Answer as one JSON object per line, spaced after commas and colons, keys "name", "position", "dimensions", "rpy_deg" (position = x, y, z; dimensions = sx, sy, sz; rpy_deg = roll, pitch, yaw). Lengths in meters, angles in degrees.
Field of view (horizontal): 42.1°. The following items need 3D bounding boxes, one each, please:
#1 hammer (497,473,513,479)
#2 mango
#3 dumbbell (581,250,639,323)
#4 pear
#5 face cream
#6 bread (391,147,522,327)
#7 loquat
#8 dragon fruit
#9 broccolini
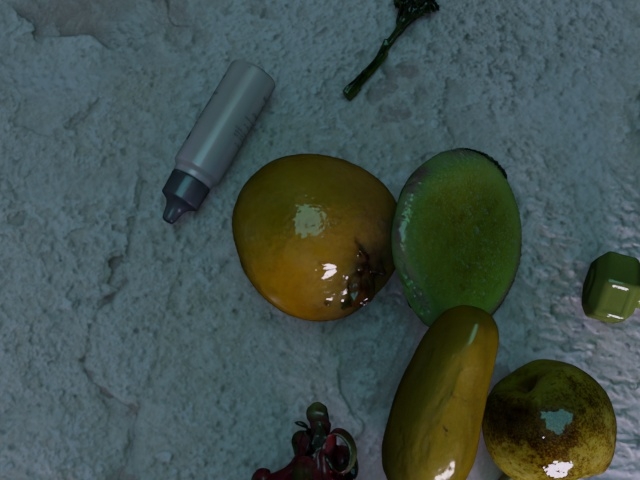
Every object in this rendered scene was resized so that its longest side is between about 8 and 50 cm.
{"name": "hammer", "position": [0.349, 0.448, 1.300], "dimensions": [0.195, 0.028, 0.060], "rpy_deg": [44, 87, 11]}
{"name": "mango", "position": [0.181, 0.245, 1.251], "dimensions": [0.142, 0.195, 0.331], "rpy_deg": [16, 101, -1]}
{"name": "dumbbell", "position": [0.575, 0.105, 1.325], "dimensions": [0.302, 0.108, 0.121], "rpy_deg": [16, 111, 6]}
{"name": "pear", "position": [0.348, 0.286, 1.258], "dimensions": [0.198, 0.197, 0.197], "rpy_deg": [-1, 76, 3]}
{"name": "face cream", "position": [-0.189, -0.165, 1.450], "dimensions": [0.092, 0.092, 0.311], "rpy_deg": [26, 78, 9]}
{"name": "bread", "position": [0.231, 0.000, 1.323], "dimensions": [0.302, 0.045, 0.301], "rpy_deg": [-3, 95, -39]}
{"name": "loquat", "position": [0.000, 0.000, 1.311], "dimensions": [0.275, 0.275, 0.274], "rpy_deg": [-1, 76, 3]}
{"name": "dragon fruit", "position": [-0.014, 0.409, 1.254], "dimensions": [0.272, 0.218, 0.198], "rpy_deg": [-52, 124, -14]}
{"name": "broccolini", "position": [0.121, -0.363, 1.505], "dimensions": [0.254, 0.057, 0.071], "rpy_deg": [-52, 36, -13]}
